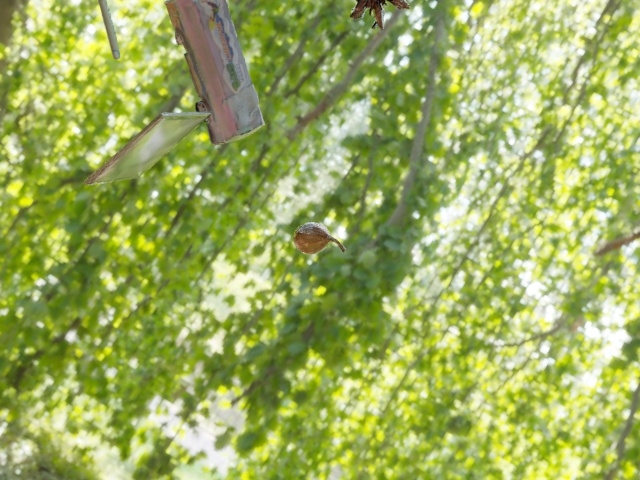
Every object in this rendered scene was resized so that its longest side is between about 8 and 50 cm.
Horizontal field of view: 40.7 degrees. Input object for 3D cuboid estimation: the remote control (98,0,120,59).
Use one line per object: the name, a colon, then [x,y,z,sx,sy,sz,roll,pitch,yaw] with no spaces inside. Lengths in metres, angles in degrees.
remote control: [-0.391,-0.398,1.595,0.053,0.017,0.124,-119,-164,-65]

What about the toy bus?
toy bus: [-0.208,-0.355,1.763,0.138,0.112,0.317,10,-58,59]

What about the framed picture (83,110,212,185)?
framed picture: [-0.330,-0.178,1.663,0.010,0.231,0.173,58,25,6]

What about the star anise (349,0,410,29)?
star anise: [0.113,-0.520,1.776,0.168,0.168,0.057,32,8,1]

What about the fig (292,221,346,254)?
fig: [0.000,0.000,1.253,0.083,0.050,0.050,13,-20,35]
